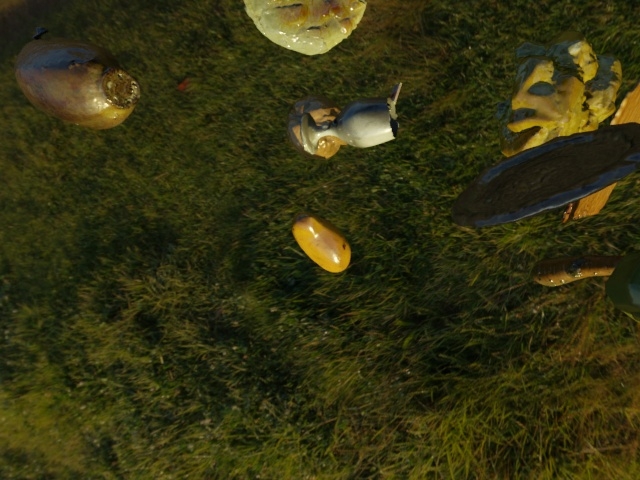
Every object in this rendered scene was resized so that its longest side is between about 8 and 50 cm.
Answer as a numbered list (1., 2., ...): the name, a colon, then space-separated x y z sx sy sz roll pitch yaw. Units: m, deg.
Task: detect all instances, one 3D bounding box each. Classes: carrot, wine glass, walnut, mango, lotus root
1. carrot: 0.394 0.041 0.647 0.049 0.254 0.049 1 82 -6
2. wine glass: 0.075 -0.298 1.137 0.241 0.126 0.126 -5 89 21
3. walnut: -0.005 -0.410 1.601 0.257 0.257 0.224 23 98 24
4. mango: 0.004 -0.004 1.530 0.177 0.295 0.120 4 49 44
5. lotus root: -0.379 -0.243 0.673 0.241 0.124 0.123 24 78 32

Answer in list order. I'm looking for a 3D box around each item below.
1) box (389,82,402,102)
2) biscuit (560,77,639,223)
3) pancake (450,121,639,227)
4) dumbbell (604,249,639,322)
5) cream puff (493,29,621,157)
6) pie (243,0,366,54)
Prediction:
1. box: 0.264 -0.518 1.558 0.046 0.012 0.083 1 72 67
2. biscuit: 0.458 -0.140 0.672 0.013 0.232 0.236 34 119 37
3. pancake: 0.228 -0.068 0.449 0.199 0.199 0.021 -24 106 24
4. dumbbell: 0.433 -0.035 0.457 0.108 0.121 0.302 33 91 17
5. cream puff: 0.582 -0.318 1.066 0.274 0.323 0.269 -2 61 9
6. pie: -0.031 -0.539 0.891 0.306 0.306 0.071 -62 31 13
